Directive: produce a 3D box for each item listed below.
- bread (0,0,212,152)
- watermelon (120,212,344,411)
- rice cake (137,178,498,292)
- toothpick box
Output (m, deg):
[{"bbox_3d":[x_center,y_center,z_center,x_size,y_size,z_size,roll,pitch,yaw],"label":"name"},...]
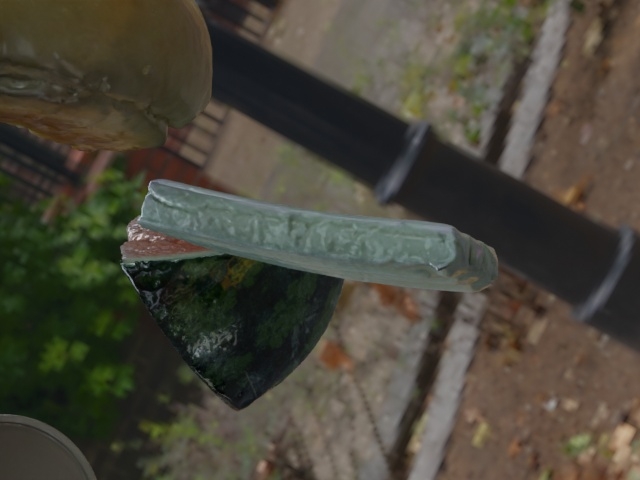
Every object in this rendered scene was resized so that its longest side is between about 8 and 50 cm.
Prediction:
[{"bbox_3d":[-0.245,-0.150,1.066,0.192,0.314,0.171,25,-113,-70],"label":"bread"},{"bbox_3d":[-0.076,0.009,1.354,0.207,0.202,0.136,-41,-17,-26],"label":"watermelon"},{"bbox_3d":[0.000,0.000,1.132,0.127,0.237,0.043,23,-103,-71],"label":"rice cake"},{"bbox_3d":[-0.194,0.153,0.904,0.111,0.111,0.181,-66,15,-17],"label":"toothpick box"}]
